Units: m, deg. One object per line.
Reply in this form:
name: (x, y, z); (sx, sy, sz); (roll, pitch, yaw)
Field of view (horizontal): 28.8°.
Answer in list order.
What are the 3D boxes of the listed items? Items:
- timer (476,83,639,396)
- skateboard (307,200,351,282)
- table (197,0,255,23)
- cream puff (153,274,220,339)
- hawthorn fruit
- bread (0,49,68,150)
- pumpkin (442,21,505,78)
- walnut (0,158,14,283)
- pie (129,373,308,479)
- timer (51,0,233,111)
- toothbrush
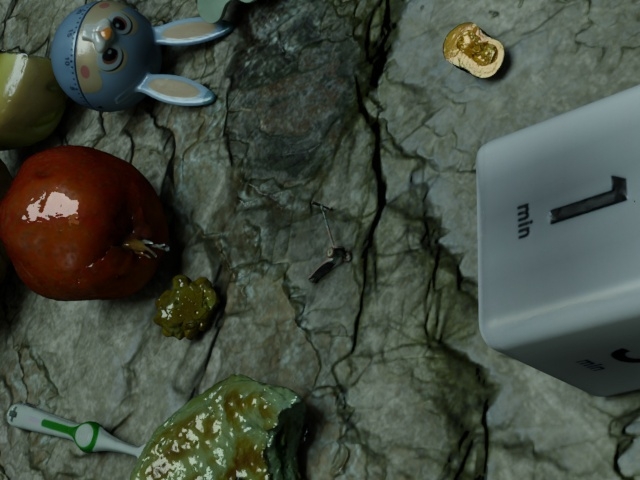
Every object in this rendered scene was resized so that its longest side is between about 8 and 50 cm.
timer: (0.261, 0.005, 1.042); (0.195, 0.192, 0.194); (-21, 57, 39)
skateboard: (0.000, 0.000, 1.440); (0.064, 0.032, 0.083); (-42, 47, 37)
table: (-0.117, -0.396, 1.660); (0.198, 0.166, 0.167); (-21, 57, 41)
cream puff: (-0.167, 0.084, 1.550); (0.058, 0.083, 0.083); (116, 153, -76)
hawthorn fruit: (-0.288, -0.014, 1.618); (0.299, 0.211, 0.211); (13, 80, 39)
bread: (-0.485, -0.214, 1.962); (0.260, 0.158, 0.156); (12, 90, 47)
pumpkin: (0.172, -0.203, 1.362); (0.050, 0.028, 0.083); (-53, 51, 10)
walnut: (-0.634, -0.008, 1.879); (0.397, 0.308, 0.354); (-10, 63, 43)
pie: (-0.102, 0.290, 1.355); (0.302, 0.067, 0.303); (-12, 71, 36)
timer: (-0.271, -0.264, 1.750); (0.255, 0.175, 0.175); (-1, 70, 44)
toothbrush: (-0.306, 0.253, 1.616); (0.418, 0.040, 0.042); (4, 76, 47)
